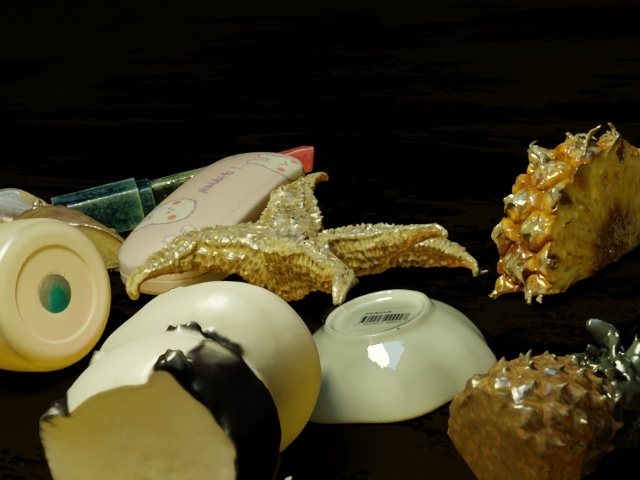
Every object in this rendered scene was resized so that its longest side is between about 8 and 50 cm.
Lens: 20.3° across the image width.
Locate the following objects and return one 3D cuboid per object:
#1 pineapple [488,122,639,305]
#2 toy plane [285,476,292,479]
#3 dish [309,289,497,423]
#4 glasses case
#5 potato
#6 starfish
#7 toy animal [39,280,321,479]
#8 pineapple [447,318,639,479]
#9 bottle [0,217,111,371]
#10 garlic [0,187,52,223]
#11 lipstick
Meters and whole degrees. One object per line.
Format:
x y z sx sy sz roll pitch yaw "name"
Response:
0.240 -0.043 1.674 0.233 0.135 0.079 -31 26 -36 "pineapple"
-0.049 0.240 1.137 0.252 0.118 0.252 -25 6 3 "toy plane"
0.056 0.088 1.544 0.191 0.066 0.190 -12 21 5 "dish"
-0.112 -0.022 1.926 0.113 0.075 0.297 3 26 24 "glasses case"
-0.283 -0.010 1.989 0.172 0.089 0.100 -10 18 14 "potato"
0.016 0.010 1.737 0.294 0.084 0.301 7 21 41 "starfish"
-0.097 0.124 1.399 0.187 0.165 0.235 -23 17 26 "toy animal"
0.212 0.114 1.331 0.237 0.111 0.119 -21 51 -34 "pineapple"
-0.333 0.057 1.782 0.236 0.147 0.147 -4 21 45 "bottle"
-0.384 -0.023 2.121 0.152 0.066 0.084 -10 22 3 "garlic"
-0.157 -0.058 2.101 0.312 0.051 0.051 -14 19 -8 "lipstick"
